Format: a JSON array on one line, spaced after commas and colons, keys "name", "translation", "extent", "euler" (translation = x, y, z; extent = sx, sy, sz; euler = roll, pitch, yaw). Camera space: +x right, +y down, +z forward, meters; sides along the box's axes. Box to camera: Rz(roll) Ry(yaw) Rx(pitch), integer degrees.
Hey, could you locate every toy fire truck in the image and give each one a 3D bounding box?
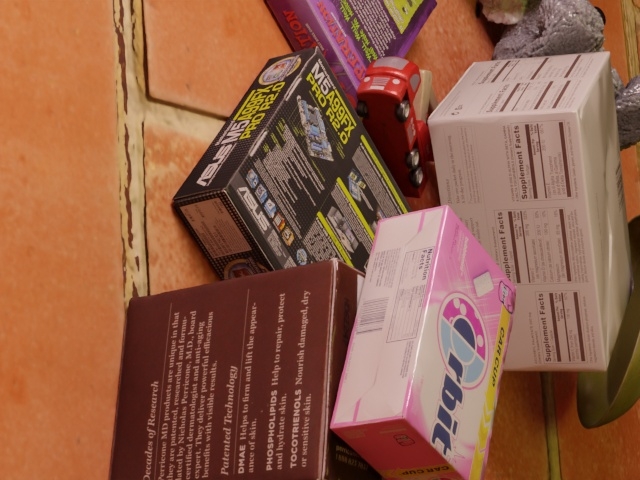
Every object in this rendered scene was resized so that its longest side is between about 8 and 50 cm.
[{"name": "toy fire truck", "translation": [0.088, -0.116, 1.532], "extent": [0.192, 0.047, 0.135], "euler": [74, 30, -46]}]

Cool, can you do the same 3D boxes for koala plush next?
[{"name": "koala plush", "translation": [0.249, -0.194, 1.764], "extent": [0.196, 0.203, 0.221], "euler": [40, 27, -27]}]

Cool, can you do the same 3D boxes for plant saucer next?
[{"name": "plant saucer", "translation": [0.334, 0.092, 1.746], "extent": [0.037, 0.241, 0.241], "euler": [15, 58, -4]}]

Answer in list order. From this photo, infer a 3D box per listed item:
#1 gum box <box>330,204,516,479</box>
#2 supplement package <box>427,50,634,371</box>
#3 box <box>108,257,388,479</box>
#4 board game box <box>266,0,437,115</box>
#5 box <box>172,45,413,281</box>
[{"name": "gum box", "translation": [0.077, 0.076, 1.137], "extent": [0.107, 0.062, 0.188], "euler": [46, 45, -38]}, {"name": "supplement package", "translation": [0.213, -0.031, 1.581], "extent": [0.204, 0.145, 0.262], "euler": [-51, 136, -61]}, {"name": "box", "translation": [-0.025, 0.129, 1.210], "extent": [0.168, 0.203, 0.167], "euler": [28, 58, -48]}, {"name": "board game box", "translation": [-0.013, -0.310, 1.504], "extent": [0.347, 0.056, 0.208], "euler": [60, 34, -25]}, {"name": "box", "translation": [0.000, 0.000, 1.414], "extent": [0.270, 0.060, 0.216], "euler": [58, 38, -27]}]
